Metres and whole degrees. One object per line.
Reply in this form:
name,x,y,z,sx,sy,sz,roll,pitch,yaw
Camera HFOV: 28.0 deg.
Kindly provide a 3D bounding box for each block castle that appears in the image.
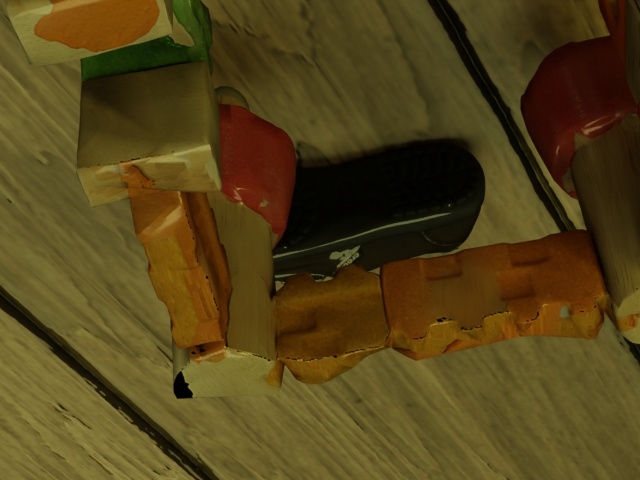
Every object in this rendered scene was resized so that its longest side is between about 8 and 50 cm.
block castle,0.026,-0.146,0.533,0.302,0.213,0.453,-10,139,4

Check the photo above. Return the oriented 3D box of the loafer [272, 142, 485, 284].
loafer,0.000,0.000,0.828,0.220,0.080,0.078,-7,139,9
